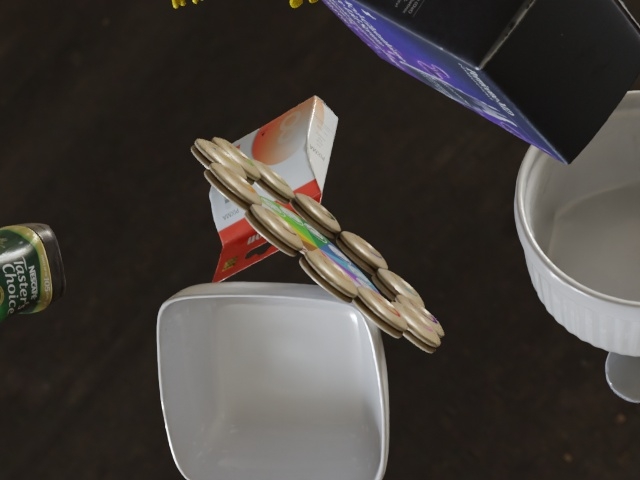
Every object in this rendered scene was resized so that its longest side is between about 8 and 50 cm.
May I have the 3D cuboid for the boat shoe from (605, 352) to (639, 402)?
[{"bbox_3d":[0.357,0.041,1.747,0.258,0.095,0.084,-47,-7,6],"label":"boat shoe"}]

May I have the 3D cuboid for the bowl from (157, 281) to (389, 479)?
[{"bbox_3d":[-0.024,0.086,1.149,0.142,0.142,0.053,2,24,14],"label":"bowl"}]

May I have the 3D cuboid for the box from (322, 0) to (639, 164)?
[{"bbox_3d":[0.104,-0.166,1.302,0.207,0.153,0.108,35,88,40],"label":"box"}]

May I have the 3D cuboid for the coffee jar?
[{"bbox_3d":[-0.346,0.045,1.924,0.079,0.096,0.184,1,18,36],"label":"coffee jar"}]

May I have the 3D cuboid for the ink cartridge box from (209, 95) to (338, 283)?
[{"bbox_3d":[-0.059,-0.053,1.934,0.145,0.045,0.179,-27,31,33],"label":"ink cartridge box"}]

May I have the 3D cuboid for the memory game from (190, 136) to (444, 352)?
[{"bbox_3d":[0.000,0.000,1.072,0.012,0.186,0.186,-50,26,9],"label":"memory game"}]

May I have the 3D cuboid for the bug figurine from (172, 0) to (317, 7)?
[{"bbox_3d":[-0.052,-0.315,1.510,0.216,0.279,0.072,-21,47,-27],"label":"bug figurine"}]

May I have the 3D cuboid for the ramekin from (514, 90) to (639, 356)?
[{"bbox_3d":[0.257,-0.006,1.480,0.207,0.109,0.207,-3,57,4],"label":"ramekin"}]
